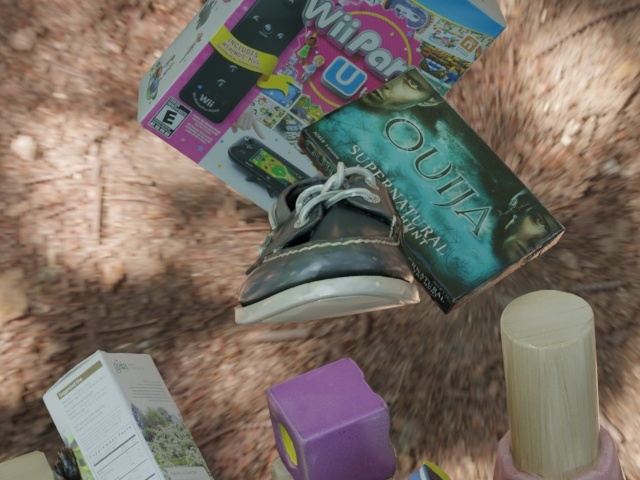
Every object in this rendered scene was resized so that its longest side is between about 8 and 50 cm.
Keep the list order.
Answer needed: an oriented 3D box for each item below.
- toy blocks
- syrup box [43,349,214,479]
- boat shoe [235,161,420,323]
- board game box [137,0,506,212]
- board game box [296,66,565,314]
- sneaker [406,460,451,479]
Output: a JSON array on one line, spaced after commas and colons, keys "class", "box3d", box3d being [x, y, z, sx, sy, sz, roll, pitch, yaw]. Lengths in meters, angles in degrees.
[{"class": "toy blocks", "box3d": [0.037, 0.227, 0.741, 0.309, 0.288, 0.260, -17, 128, -11]}, {"class": "syrup box", "box3d": [-0.192, 0.239, 1.871, 0.096, 0.093, 0.237, -39, 68, 20]}, {"class": "boat shoe", "box3d": [0.000, 0.000, 1.149, 0.116, 0.319, 0.099, -6, 90, 0]}, {"class": "board game box", "box3d": [-0.003, -0.181, 1.730, 0.224, 0.097, 0.303, 34, 112, -20]}, {"class": "board game box", "box3d": [0.087, -0.043, 1.383, 0.126, 0.026, 0.186, -31, 70, -29]}, {"class": "sneaker", "box3d": [0.102, 0.284, 1.710, 0.059, 0.144, 0.053, -37, 118, 25]}]
